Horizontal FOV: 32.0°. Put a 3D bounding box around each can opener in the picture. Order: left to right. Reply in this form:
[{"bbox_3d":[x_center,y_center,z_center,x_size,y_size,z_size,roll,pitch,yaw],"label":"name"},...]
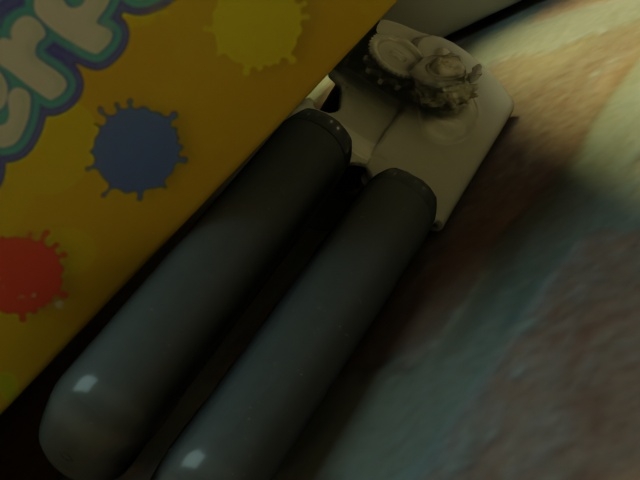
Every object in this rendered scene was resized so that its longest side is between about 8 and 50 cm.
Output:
[{"bbox_3d":[0.000,0.000,0.414,0.093,0.074,0.280,-59,-3,41],"label":"can opener"}]

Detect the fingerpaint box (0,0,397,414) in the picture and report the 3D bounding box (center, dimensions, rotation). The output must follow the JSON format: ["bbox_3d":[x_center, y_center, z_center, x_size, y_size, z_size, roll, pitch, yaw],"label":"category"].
[{"bbox_3d":[-0.171,-0.068,0.492,0.445,0.163,0.371,-46,23,5],"label":"fingerpaint box"}]

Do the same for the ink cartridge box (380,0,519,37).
[{"bbox_3d":[0.151,-0.247,0.659,0.289,0.121,0.211,-22,23,22],"label":"ink cartridge box"}]
